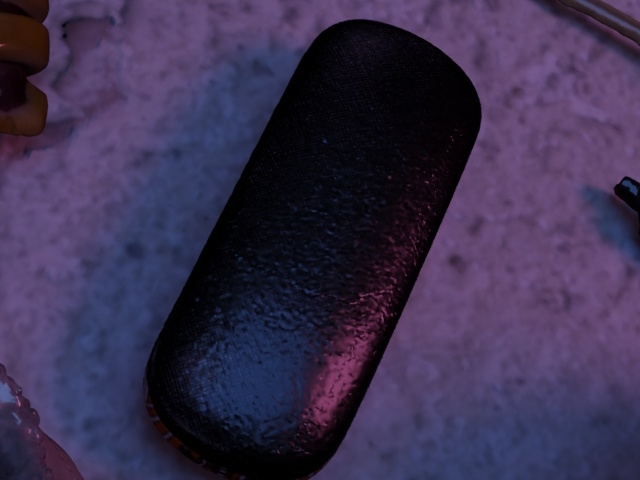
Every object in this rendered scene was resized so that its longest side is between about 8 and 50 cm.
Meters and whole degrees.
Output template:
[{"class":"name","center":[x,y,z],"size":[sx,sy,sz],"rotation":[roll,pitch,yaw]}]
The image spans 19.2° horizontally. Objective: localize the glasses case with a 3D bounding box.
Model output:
[{"class":"glasses case","center":[0.000,0.000,0.937],"size":[0.103,0.067,0.267],"rotation":[27,59,-1]}]

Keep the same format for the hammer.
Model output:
[{"class":"hammer","center":[0.155,-0.138,1.073],"size":[0.195,0.060,0.028],"rotation":[28,59,2]}]

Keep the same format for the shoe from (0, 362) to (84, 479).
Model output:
[{"class":"shoe","center":[-0.119,0.182,0.726],"size":[0.351,0.198,0.172],"rotation":[40,60,6]}]

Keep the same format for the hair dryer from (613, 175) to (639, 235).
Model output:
[{"class":"hair dryer","center":[0.231,0.024,1.012],"size":[0.181,0.064,0.117],"rotation":[34,59,10]}]

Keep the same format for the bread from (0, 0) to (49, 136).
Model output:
[{"class":"bread","center":[-0.197,-0.141,0.939],"size":[0.134,0.081,0.225],"rotation":[6,61,-16]}]
